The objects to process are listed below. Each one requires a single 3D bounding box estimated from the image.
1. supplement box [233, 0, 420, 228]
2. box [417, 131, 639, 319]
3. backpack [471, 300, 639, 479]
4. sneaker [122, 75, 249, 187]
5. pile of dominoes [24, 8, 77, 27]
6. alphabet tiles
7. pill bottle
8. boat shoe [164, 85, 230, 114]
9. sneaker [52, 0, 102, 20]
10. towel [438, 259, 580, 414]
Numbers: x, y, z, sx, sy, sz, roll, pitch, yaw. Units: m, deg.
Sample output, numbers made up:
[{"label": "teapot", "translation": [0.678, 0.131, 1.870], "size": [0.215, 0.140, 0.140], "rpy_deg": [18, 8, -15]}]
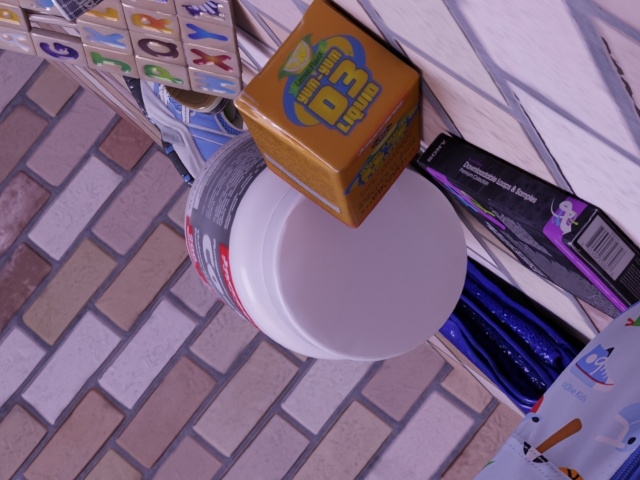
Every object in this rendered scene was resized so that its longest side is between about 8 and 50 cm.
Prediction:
[{"label": "supplement box", "translation": [0.009, -0.069, 1.175], "size": [0.080, 0.078, 0.233], "rpy_deg": [38, 177, 9]}, {"label": "box", "translation": [0.137, -0.001, 1.148], "size": [0.116, 0.029, 0.162], "rpy_deg": [42, 174, -35]}, {"label": "backpack", "translation": [0.180, 0.160, 0.889], "size": [0.276, 0.263, 0.213], "rpy_deg": [36, 173, -33]}, {"label": "sneaker", "translation": [-0.116, -0.126, 1.783], "size": [0.211, 0.081, 0.080], "rpy_deg": [56, -174, 26]}, {"label": "pile of dominoes", "translation": [-0.227, -0.193, 1.548], "size": [0.196, 0.040, 0.251], "rpy_deg": [8, -177, 17]}, {"label": "alphabet tiles", "translation": [-0.154, -0.167, 1.348], "size": [0.198, 0.009, 0.237], "rpy_deg": [13, 160, 6]}, {"label": "pill bottle", "translation": [0.000, 0.000, 1.458], "size": [0.161, 0.161, 0.283], "rpy_deg": [39, 176, -14]}, {"label": "boat shoe", "translation": [-0.106, -0.142, 1.645], "size": [0.049, 0.056, 0.152], "rpy_deg": [35, -171, -38]}, {"label": "sneaker", "translation": [-0.185, -0.216, 1.145], "size": [0.235, 0.095, 0.090], "rpy_deg": [38, 178, 35]}, {"label": "towel", "translation": [0.201, 0.120, 1.744], "size": [0.227, 0.076, 0.308], "rpy_deg": [45, -178, 40]}]
